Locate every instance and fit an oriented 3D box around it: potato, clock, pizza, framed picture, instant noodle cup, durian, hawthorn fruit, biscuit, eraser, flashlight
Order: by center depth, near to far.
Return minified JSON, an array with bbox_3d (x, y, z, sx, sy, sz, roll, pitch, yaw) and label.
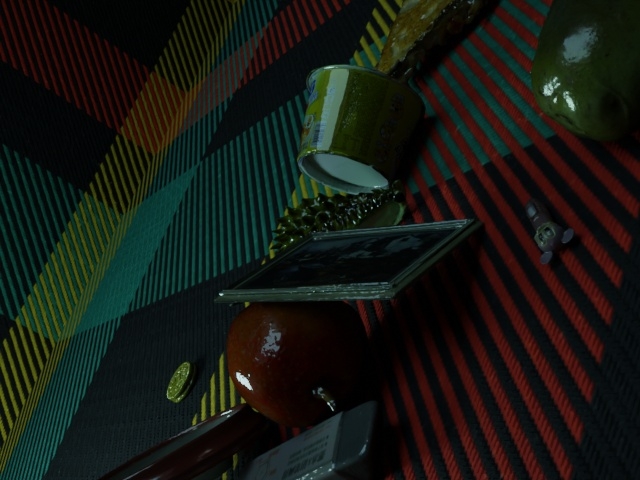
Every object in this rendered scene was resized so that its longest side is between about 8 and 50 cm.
[{"bbox_3d":[0.326,-0.230,1.072,0.228,0.148,0.197,-59,6,3],"label":"potato"},{"bbox_3d":[0.254,-0.018,1.085,0.052,0.031,0.110,-50,22,21],"label":"flashlight"},{"bbox_3d":[-0.025,0.300,1.222,0.352,0.061,0.089,-36,28,43],"label":"eraser"},{"bbox_3d":[0.034,0.023,1.237,0.296,0.019,0.232,-4,20,38],"label":"framed picture"},{"bbox_3d":[-0.021,0.161,1.239,0.196,0.196,0.225,-55,26,6],"label":"hawthorn fruit"},{"bbox_3d":[-0.216,0.339,1.389,0.318,0.080,0.318,-28,-2,-1],"label":"clock"},{"bbox_3d":[-0.002,0.004,1.503,0.375,0.132,0.107,-37,41,31],"label":"durian"},{"bbox_3d":[0.056,-0.172,1.539,0.205,0.205,0.153,-19,51,59],"label":"instant noodle cup"},{"bbox_3d":[0.199,-0.369,1.652,0.251,0.074,0.288,-17,45,60],"label":"pizza"},{"bbox_3d":[-0.270,0.276,1.857,0.084,0.023,0.084,-47,23,27],"label":"biscuit"}]

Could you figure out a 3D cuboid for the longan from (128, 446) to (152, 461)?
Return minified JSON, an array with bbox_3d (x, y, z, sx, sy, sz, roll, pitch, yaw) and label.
[{"bbox_3d":[-0.316,0.409,1.707,0.075,0.075,0.083,-27,39,54],"label":"longan"}]
